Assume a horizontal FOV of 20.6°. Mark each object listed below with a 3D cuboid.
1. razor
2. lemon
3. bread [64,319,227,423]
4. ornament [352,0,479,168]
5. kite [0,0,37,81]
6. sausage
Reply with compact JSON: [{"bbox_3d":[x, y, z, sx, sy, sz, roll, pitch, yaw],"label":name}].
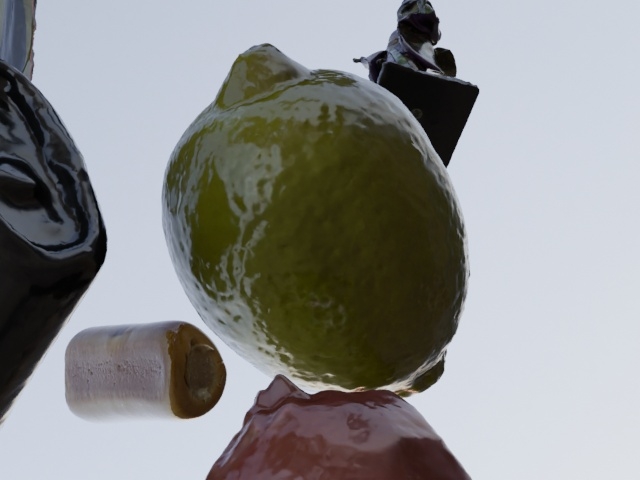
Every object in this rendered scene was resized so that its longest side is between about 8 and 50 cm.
[{"bbox_3d":[-0.250,0.062,1.037,0.113,0.204,0.349,2,-47,-39],"label":"razor"},{"bbox_3d":[0.000,0.000,1.071,0.184,0.184,0.248,-40,-69,-33],"label":"lemon"},{"bbox_3d":[-0.159,0.121,1.592,0.074,0.239,0.093,4,-96,-31],"label":"bread"},{"bbox_3d":[0.077,-0.157,1.448,0.203,0.088,0.081,-85,15,-50],"label":"ornament"},{"bbox_3d":[-0.244,-0.179,1.205,0.013,0.327,0.377,-1,-34,-27],"label":"kite"},{"bbox_3d":[0.037,0.184,0.902,0.148,0.254,0.148,-36,-9,-7],"label":"sausage"}]
